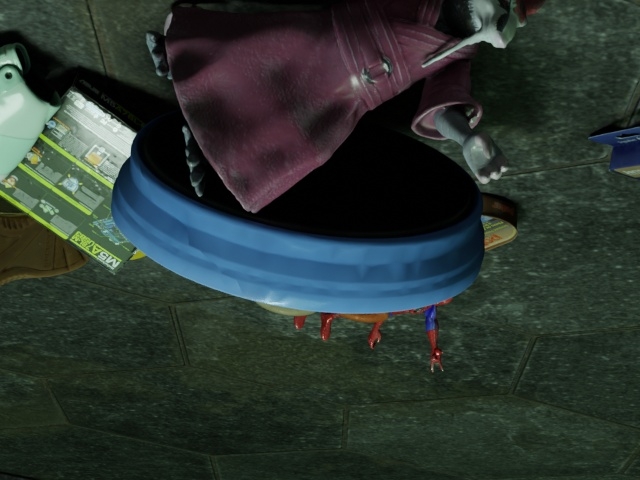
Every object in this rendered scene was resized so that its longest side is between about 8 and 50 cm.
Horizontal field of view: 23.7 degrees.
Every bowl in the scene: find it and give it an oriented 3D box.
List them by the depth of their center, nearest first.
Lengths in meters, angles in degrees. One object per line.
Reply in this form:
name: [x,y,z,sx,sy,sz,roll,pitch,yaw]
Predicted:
bowl: [-0.018,-0.047,1.582,0.391,0.391,0.077,8,113,-4]

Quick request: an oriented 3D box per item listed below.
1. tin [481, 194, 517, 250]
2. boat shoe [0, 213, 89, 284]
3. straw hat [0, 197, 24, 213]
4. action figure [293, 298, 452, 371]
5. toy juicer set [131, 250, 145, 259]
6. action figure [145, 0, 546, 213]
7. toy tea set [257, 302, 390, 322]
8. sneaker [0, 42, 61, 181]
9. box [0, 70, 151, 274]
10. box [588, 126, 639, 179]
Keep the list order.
tin: [0.176,-0.015,1.978,0.106,0.040,0.189,23,152,-29]
boat shoe: [-0.447,-0.007,1.946,0.123,0.123,0.342,22,-159,37]
straw hat: [-0.411,-0.081,1.904,0.144,0.061,0.144,12,-167,-3]
action figure: [0.085,0.130,2.237,0.280,0.139,0.091,-19,149,41]
toy juicer set: [-0.104,-0.044,1.937,0.209,0.089,0.329,-36,150,30]
action figure: [0.040,-0.163,1.435,0.370,0.248,0.276,-21,-169,1]
toy tea set: [0.000,0.000,1.912,0.200,0.124,0.336,7,161,10]
sneaker: [-0.402,-0.190,1.645,0.256,0.094,0.151,38,113,-23]
box: [-0.256,-0.075,1.755,0.190,0.045,0.184,35,123,-19]
box: [0.423,-0.081,1.709,0.225,0.037,0.136,15,173,-19]
